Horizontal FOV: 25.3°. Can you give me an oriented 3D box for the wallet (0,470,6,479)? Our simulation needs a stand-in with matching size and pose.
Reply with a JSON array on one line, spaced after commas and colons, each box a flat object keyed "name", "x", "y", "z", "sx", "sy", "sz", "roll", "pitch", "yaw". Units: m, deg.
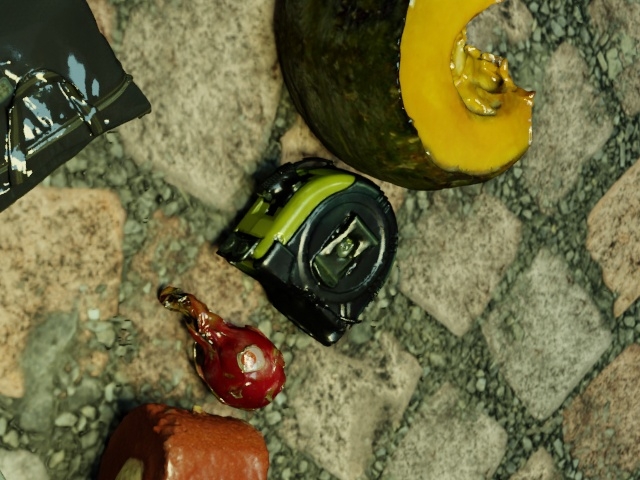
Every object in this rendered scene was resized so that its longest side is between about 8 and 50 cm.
[{"name": "wallet", "x": -0.392, "y": 0.327, "z": 1.435, "sx": 0.222, "sy": 0.036, "sz": 0.167, "roll": -36, "pitch": 116, "yaw": -29}]

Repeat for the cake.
[{"name": "cake", "x": -0.166, "y": 0.314, "z": 1.524, "sx": 0.151, "sy": 0.177, "sz": 0.283, "roll": 13, "pitch": 83, "yaw": -38}]

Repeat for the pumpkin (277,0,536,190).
[{"name": "pumpkin", "x": 0.097, "y": -0.207, "z": 1.621, "sx": 0.256, "sy": 0.225, "sz": 0.303, "roll": -11, "pitch": 103, "yaw": -38}]

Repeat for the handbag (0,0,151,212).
[{"name": "handbag", "x": -0.307, "y": -0.151, "z": 1.403, "sx": 0.254, "sy": 0.089, "sz": 0.211, "roll": -41, "pitch": 113, "yaw": -26}]

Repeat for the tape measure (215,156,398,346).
[{"name": "tape measure", "x": 0.000, "y": 0.000, "z": 1.644, "sx": 0.199, "sy": 0.112, "sz": 0.186, "roll": 46, "pitch": 72, "yaw": -36}]

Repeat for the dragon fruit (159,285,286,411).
[{"name": "dragon fruit", "x": -0.109, "y": 0.123, "z": 1.598, "sx": 0.190, "sy": 0.094, "sz": 0.094, "roll": 48, "pitch": 68, "yaw": -27}]
